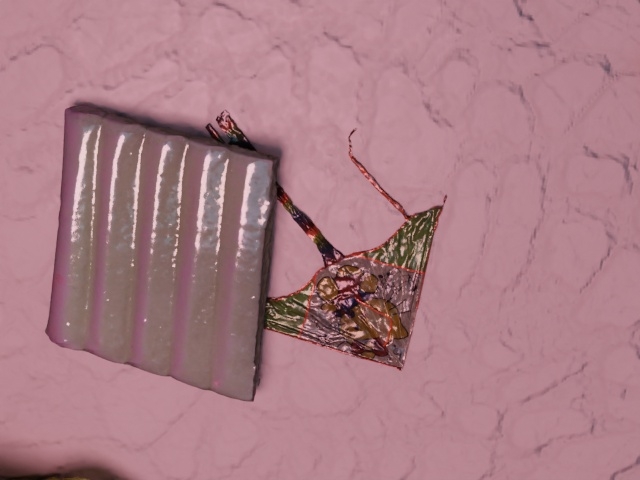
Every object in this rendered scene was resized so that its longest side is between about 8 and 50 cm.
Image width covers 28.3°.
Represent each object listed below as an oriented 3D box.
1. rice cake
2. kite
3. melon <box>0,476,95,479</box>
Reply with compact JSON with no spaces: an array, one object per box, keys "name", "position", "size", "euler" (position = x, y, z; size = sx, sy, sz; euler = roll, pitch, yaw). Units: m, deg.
[{"name":"rice cake","position":[-0.120,0.012,0.965],"size":[0.189,0.037,0.198],"euler":[16,109,4]},{"name":"kite","position":[0.000,0.000,0.968],"size":[0.198,0.006,0.244],"euler":[-32,101,14]},{"name":"melon","position":[-0.316,0.226,0.988],"size":[0.323,0.196,0.124],"euler":[11,87,-6]}]
